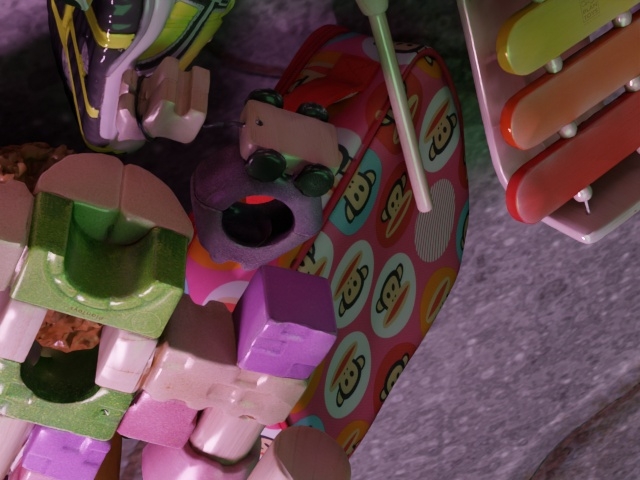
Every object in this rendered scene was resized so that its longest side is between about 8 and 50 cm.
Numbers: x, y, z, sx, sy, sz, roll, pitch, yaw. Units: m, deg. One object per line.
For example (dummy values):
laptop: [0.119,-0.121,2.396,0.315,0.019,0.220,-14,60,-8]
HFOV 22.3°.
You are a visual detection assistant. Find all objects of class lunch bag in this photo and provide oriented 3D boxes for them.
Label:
lunch bag: [0.000,0.000,1.137,0.293,0.120,0.258,-58,152,-27]

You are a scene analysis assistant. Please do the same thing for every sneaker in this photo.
sneaker: [-0.070,-0.202,0.964,0.147,0.145,0.384,-3,136,-26]

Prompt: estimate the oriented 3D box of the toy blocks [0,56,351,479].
toy blocks: [-0.156,0.077,0.898,0.288,0.309,0.260,16,131,-18]

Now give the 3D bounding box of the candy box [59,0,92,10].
candy box: [-0.187,-0.227,0.777,0.233,0.071,0.159,17,120,-27]

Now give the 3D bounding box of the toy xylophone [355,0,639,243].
toy xylophone: [0.144,-0.141,1.093,0.236,0.081,0.322,-41,126,-25]

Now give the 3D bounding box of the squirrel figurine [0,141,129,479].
squirrel figurine: [-0.293,0.073,1.095,0.397,0.281,0.370,-47,128,1]
